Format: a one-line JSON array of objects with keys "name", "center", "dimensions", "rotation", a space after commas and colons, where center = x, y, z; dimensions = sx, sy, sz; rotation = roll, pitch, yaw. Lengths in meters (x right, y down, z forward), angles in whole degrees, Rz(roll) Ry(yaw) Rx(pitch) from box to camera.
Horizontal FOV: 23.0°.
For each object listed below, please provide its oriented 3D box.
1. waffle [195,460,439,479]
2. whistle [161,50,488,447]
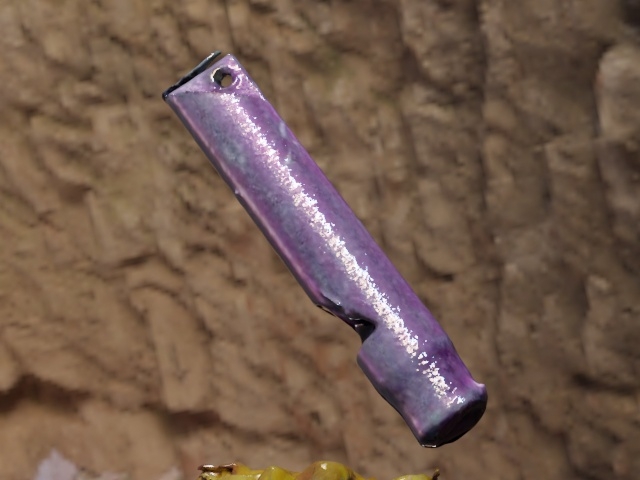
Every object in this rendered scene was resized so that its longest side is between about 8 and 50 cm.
[{"name": "waffle", "center": [0.042, 0.216, 0.881], "dimensions": [0.324, 0.261, 0.151], "rotation": [-23, -136, 61]}, {"name": "whistle", "center": [0.000, 0.000, 0.576], "dimensions": [0.176, 0.033, 0.033], "rotation": [53, -12, 22]}]
